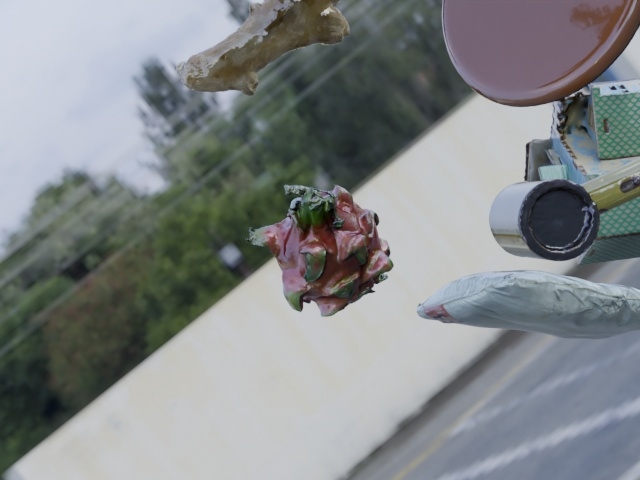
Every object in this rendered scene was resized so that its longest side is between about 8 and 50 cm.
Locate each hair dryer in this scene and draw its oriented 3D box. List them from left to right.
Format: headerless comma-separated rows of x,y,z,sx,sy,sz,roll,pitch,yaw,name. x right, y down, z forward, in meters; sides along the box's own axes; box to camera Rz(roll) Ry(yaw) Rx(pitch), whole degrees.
0.329,-0.060,1.768,0.278,0.090,0.135,-23,4,-9,hair dryer

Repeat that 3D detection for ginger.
-0.020,-0.277,1.773,0.334,0.148,0.081,-46,21,-13,ginger

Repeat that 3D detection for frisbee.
0.216,-0.251,1.540,0.251,0.251,0.021,-39,-35,29,frisbee

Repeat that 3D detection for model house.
0.372,-0.059,2.053,0.178,0.271,0.206,-5,33,-12,model house

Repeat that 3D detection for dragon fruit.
-0.003,0.000,1.827,0.137,0.135,0.236,-35,-30,11,dragon fruit

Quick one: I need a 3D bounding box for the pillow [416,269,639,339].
0.207,0.058,1.425,0.229,0.051,0.128,8,-17,-36,pillow
